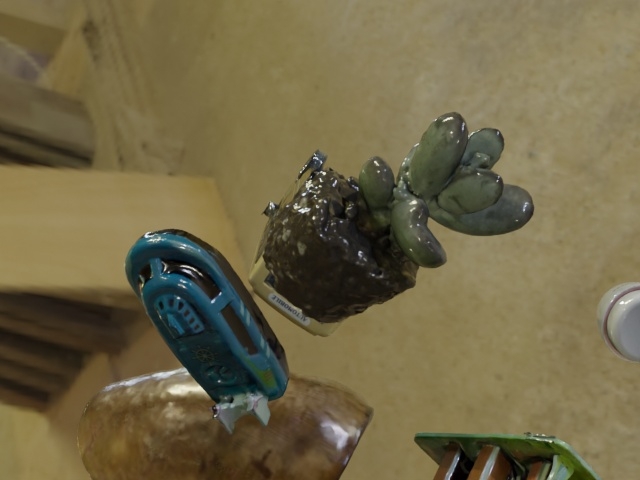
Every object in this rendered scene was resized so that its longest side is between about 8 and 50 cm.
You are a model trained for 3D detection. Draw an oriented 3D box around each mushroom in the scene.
[{"bbox_3d":[-0.158,0.293,1.873,0.313,0.397,0.224,-62,-4,28],"label":"mushroom"}]

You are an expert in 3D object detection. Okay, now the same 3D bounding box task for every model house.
[{"bbox_3d":[0.277,0.506,1.907,0.300,0.340,0.323,-6,45,48],"label":"model house"}]

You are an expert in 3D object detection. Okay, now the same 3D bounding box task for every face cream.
[{"bbox_3d":[0.463,0.118,1.848,0.104,0.117,0.117,-115,41,-79],"label":"face cream"}]

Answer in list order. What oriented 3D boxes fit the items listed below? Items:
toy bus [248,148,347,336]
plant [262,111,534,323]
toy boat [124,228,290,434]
[{"bbox_3d":[0.000,0.000,1.910,0.202,0.177,0.365,-52,6,11],"label":"toy bus"},{"bbox_3d":[0.072,-0.024,1.277,0.275,0.146,0.149,-29,42,32],"label":"plant"},{"bbox_3d":[-0.153,0.122,1.642,0.134,0.299,0.092,-17,34,23],"label":"toy boat"}]
